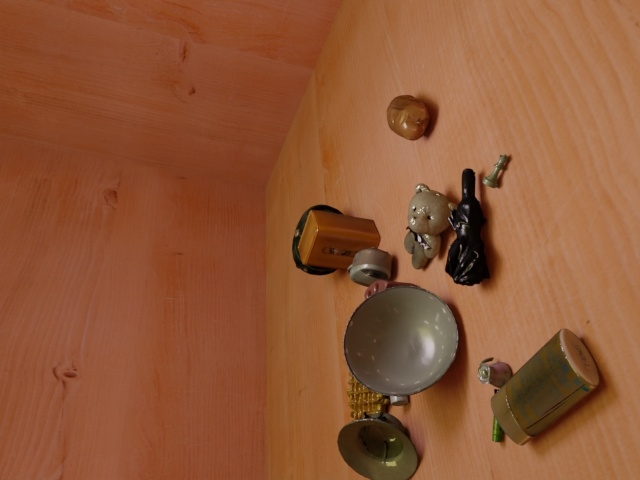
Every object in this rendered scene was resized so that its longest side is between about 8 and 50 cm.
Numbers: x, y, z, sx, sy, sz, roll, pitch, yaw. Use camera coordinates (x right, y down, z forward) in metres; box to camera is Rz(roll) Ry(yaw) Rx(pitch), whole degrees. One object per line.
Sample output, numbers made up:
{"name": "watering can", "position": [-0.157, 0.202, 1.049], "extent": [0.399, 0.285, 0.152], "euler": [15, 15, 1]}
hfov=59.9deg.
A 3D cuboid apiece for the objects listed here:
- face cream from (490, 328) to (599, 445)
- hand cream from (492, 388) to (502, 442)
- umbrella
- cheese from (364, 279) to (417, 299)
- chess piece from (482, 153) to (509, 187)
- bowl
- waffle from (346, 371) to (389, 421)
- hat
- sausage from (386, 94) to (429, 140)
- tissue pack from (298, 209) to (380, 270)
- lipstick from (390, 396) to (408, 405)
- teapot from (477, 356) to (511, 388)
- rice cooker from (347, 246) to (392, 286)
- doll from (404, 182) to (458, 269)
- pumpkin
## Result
{"name": "face cream", "position": [0.468, 0.325, 1.192], "extent": [0.139, 0.067, 0.285], "euler": [-98, 25, -44]}
{"name": "hand cream", "position": [0.429, 0.421, 1.338], "extent": [0.036, 0.023, 0.121], "euler": [-4, 76, 51]}
{"name": "umbrella", "position": [0.404, -0.041, 1.522], "extent": [0.118, 0.118, 0.340], "euler": [142, 138, -65]}
{"name": "cheese", "position": [0.233, 0.216, 1.893], "extent": [0.177, 0.128, 0.202], "euler": [-134, 51, -70]}
{"name": "chess piece", "position": [0.471, -0.189, 1.482], "extent": [0.042, 0.042, 0.093], "euler": [-112, 40, -58]}
{"name": "bowl", "position": [0.249, 0.315, 1.642], "extent": [0.157, 0.337, 0.337], "euler": [55, -154, -52]}
{"name": "waffle", "position": [0.173, 0.551, 2.003], "extent": [0.309, 0.065, 0.283], "euler": [-120, 40, -58]}
{"name": "hat", "position": [0.192, 0.623, 1.751], "extent": [0.130, 0.257, 0.257], "euler": [-50, -18, -58]}
{"name": "sausage", "position": [0.309, -0.433, 1.962], "extent": [0.241, 0.120, 0.136], "euler": [-115, 26, -59]}
{"name": "tissue pack", "position": [0.074, 0.008, 2.222], "extent": [0.145, 0.275, 0.194], "euler": [-111, 34, -55]}
{"name": "lipstick", "position": [0.245, 0.415, 1.848], "extent": [0.059, 0.059, 0.263], "euler": [122, 152, -50]}
{"name": "teapot", "position": [0.418, 0.319, 1.355], "extent": [0.083, 0.064, 0.064], "euler": [-104, 29, -50]}
{"name": "rice cooker", "position": [0.185, 0.100, 2.052], "extent": [0.206, 0.145, 0.127], "euler": [146, 143, -71]}
{"name": "doll", "position": [0.315, -0.029, 1.743], "extent": [0.175, 0.149, 0.278], "euler": [37, 140, 26]}
{"name": "pumpkin", "position": [0.000, 0.000, 2.474], "extent": [0.323, 0.242, 0.323], "euler": [-164, 90, -85]}
